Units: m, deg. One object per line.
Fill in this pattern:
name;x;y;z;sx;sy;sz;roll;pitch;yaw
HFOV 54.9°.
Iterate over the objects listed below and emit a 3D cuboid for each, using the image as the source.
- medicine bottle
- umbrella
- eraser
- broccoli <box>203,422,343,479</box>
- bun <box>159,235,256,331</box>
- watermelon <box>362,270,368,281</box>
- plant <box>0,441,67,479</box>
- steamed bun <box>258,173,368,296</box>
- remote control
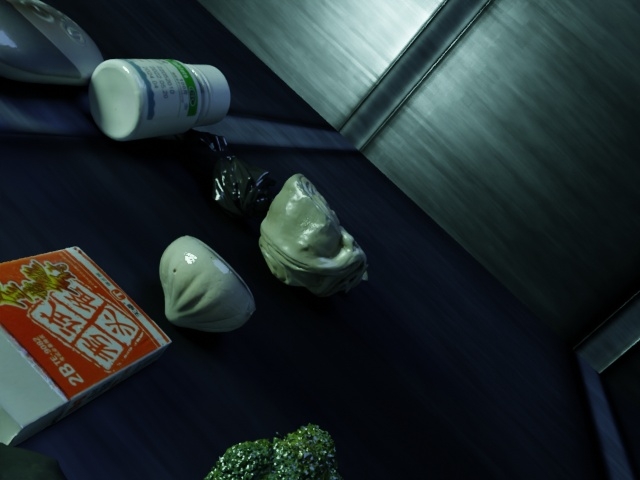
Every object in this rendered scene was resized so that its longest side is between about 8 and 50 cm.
medicine bottle;-0.280;-0.257;1.109;0.139;0.139;0.237;46;35;15
umbrella;-0.209;-0.154;1.193;0.340;0.118;0.118;42;15;31
eraser;-0.261;0.086;0.587;0.157;0.038;0.230;44;17;6
broccoli;-0.036;0.242;0.554;0.162;0.145;0.138;9;2;-34
bun;-0.155;0.067;0.772;0.138;0.094;0.138;41;-19;18
watermelon;-0.004;0.005;1.250;0.245;0.063;0.119;40;11;2
plant;-0.242;0.154;0.299;0.256;0.141;0.164;20;26;-41
steamed bun;-0.027;0.016;1.079;0.211;0.144;0.218;51;-13;11
remote control;-0.487;-0.332;0.996;0.221;0.103;0.332;39;19;4
